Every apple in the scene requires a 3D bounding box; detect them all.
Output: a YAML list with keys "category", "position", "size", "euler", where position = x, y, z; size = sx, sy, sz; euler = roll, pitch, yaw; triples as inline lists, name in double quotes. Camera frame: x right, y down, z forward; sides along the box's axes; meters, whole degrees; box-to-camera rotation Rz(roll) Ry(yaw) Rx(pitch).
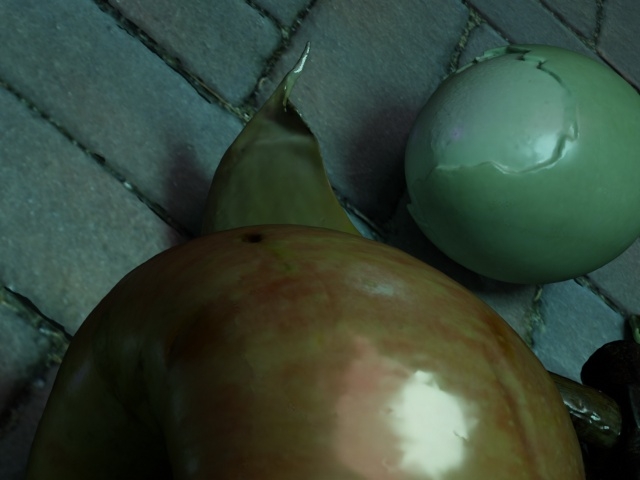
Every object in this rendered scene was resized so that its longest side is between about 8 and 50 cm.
- category: "apple"
  position: [-0.005, 0.193, 0.848]
  size: [0.347, 0.391, 0.391]
  euler: [20, 42, -34]

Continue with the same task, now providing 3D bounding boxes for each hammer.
- category: "hammer"
  position: [0.210, 0.146, 1.306]
  size: [0.409, 0.095, 0.242]
  euler: [27, 32, -17]

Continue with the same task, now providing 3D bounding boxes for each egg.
- category: "egg"
  position: [0.237, -0.089, 1.467]
  size: [0.336, 0.278, 0.278]
  euler: [6, 51, -52]

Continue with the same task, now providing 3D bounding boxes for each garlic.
- category: "garlic"
  position: [-0.015, -0.001, 1.202]
  size: [0.151, 0.196, 0.338]
  euler: [26, 34, -52]

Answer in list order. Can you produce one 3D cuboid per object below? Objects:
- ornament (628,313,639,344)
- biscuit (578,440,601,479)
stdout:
- category: "ornament"
  position: [0.461, 0.184, 1.632]
  size: [0.180, 0.059, 0.201]
  euler: [44, 33, -8]
- category: "biscuit"
  position: [0.202, 0.234, 1.304]
  size: [0.254, 0.035, 0.254]
  euler: [26, 35, -20]
